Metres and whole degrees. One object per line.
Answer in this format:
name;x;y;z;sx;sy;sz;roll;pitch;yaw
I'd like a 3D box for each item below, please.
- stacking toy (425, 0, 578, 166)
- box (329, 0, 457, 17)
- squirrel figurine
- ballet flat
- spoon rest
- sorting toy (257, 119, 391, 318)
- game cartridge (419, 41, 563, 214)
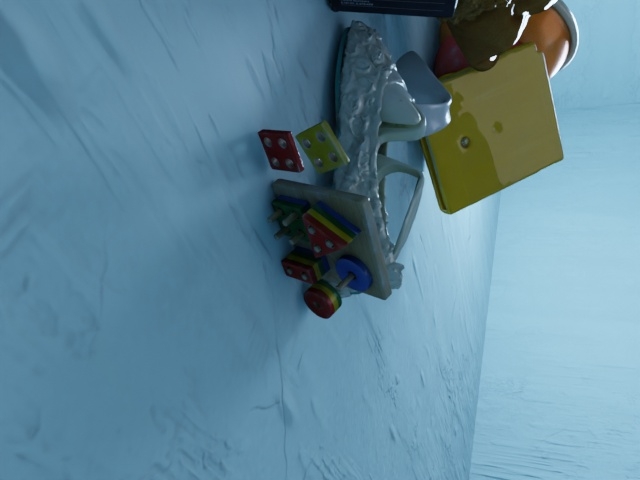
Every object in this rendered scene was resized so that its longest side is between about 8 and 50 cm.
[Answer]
stacking toy;0.376;-0.354;1.350;0.480;0.350;0.350;-62;150;-11
box;0.108;-0.507;0.652;0.312;0.179;0.343;69;27;-76
squirrel figurine;0.364;-0.495;0.912;0.397;0.370;0.281;-26;95;-62
ballet flat;0.082;-0.115;0.777;0.147;0.147;0.409;35;59;-63
spoon rest;0.168;-0.241;0.949;0.276;0.084;0.137;-90;177;-61
sorting toy;0.000;0.000;0.607;0.046;0.132;0.274;-42;131;-33
game cartridge;0.373;-0.249;1.224;0.053;0.324;0.285;34;-33;66
